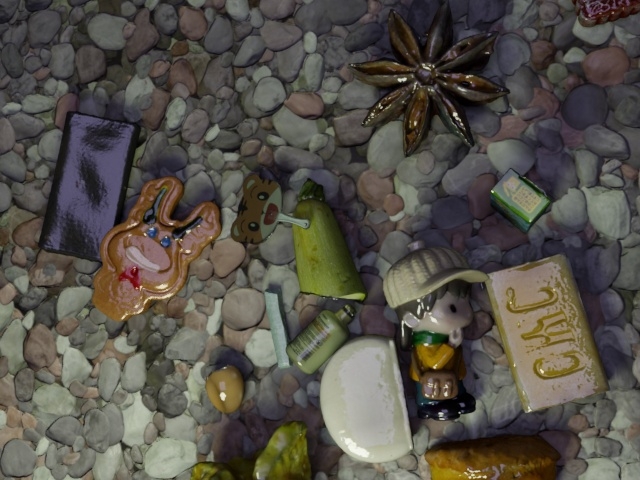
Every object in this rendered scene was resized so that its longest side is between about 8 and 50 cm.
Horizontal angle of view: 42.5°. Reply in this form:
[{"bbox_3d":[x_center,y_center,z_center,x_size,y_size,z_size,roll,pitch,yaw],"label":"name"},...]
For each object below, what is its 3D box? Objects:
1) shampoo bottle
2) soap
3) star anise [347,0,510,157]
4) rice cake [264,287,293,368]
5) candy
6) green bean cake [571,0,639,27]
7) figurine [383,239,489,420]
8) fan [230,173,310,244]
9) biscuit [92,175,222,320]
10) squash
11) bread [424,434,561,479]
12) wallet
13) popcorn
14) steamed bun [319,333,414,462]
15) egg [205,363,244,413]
[{"bbox_3d":[0.009,0.191,1.662,0.162,0.079,0.079,-45,77,2],"label":"shampoo bottle"},{"bbox_3d":[0.428,0.176,1.578,0.173,0.089,0.274,-18,81,8],"label":"soap"},{"bbox_3d":[0.221,-0.323,1.667,0.332,0.117,0.331,0,92,14],"label":"star anise"},{"bbox_3d":[-0.086,0.181,1.709,0.033,0.029,0.170,-14,80,16],"label":"rice cake"},{"bbox_3d":[0.377,-0.073,1.562,0.097,0.194,0.062,40,93,13],"label":"candy"},{"bbox_3d":[0.572,-0.508,1.648,0.135,0.056,0.135,-16,81,10],"label":"green bean cake"},{"bbox_3d":[0.211,0.171,1.587,0.204,0.185,0.332,15,103,36],"label":"figurine"},{"bbox_3d":[-0.100,-0.055,1.696,0.227,0.008,0.152,15,86,42],"label":"fan"},{"bbox_3d":[-0.363,0.025,1.761,0.202,0.047,0.334,38,92,5],"label":"biscuit"},{"bbox_3d":[-0.015,0.005,1.676,0.137,0.137,0.287,-24,73,8],"label":"squash"},{"bbox_3d":[0.325,0.439,1.542,0.260,0.134,0.129,-8,83,10],"label":"bread"},{"bbox_3d":[-0.510,-0.117,1.818,0.170,0.044,0.321,12,89,3],"label":"wallet"},{"bbox_3d":[-0.134,0.516,1.525,0.290,0.326,0.321,-13,87,9],"label":"popcorn"},{"bbox_3d":[0.086,0.306,1.597,0.164,0.146,0.241,-11,82,7],"label":"steamed bun"},{"bbox_3d":[-0.194,0.306,1.688,0.080,0.080,0.096,-18,77,9],"label":"egg"}]
